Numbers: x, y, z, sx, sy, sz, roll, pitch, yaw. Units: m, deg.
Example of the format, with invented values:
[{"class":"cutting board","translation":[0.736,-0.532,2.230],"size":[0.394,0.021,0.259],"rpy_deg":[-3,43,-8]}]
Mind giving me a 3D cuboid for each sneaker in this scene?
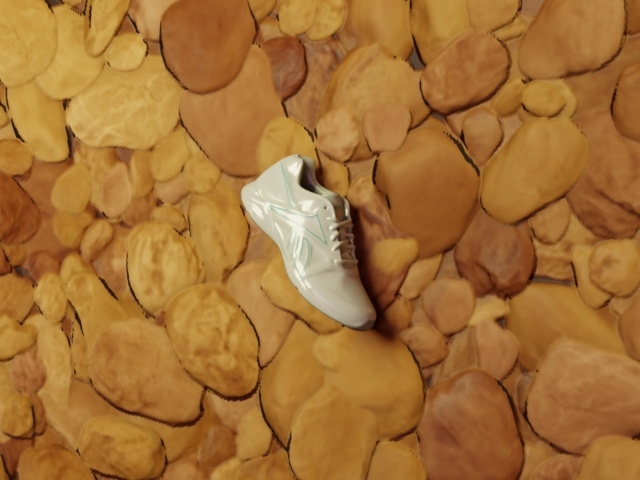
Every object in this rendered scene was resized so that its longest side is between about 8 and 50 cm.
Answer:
[{"class":"sneaker","translation":[0.000,0.000,1.274],"size":[0.061,0.054,0.152],"rpy_deg":[-42,67,19]}]
